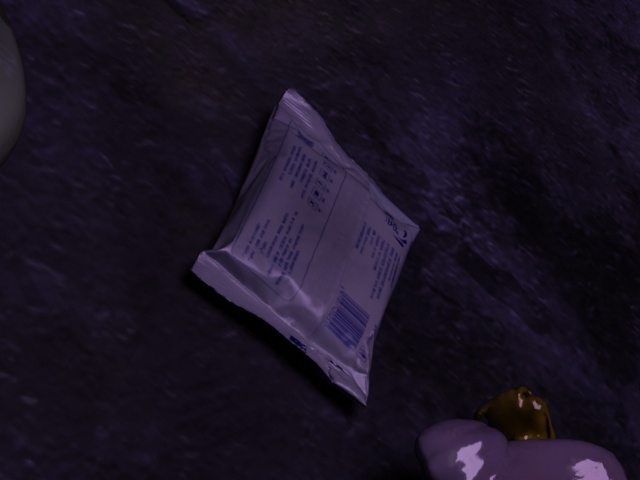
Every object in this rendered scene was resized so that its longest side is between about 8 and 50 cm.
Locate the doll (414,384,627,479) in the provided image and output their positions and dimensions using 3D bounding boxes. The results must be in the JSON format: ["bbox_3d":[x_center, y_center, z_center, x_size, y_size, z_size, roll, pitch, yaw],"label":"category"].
[{"bbox_3d":[0.078,0.180,0.765,0.160,0.094,0.365,51,32,0],"label":"doll"}]

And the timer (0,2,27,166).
[{"bbox_3d":[-0.166,-0.148,0.551,0.291,0.315,0.291,48,15,-18],"label":"timer"}]

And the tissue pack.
[{"bbox_3d":[0.000,0.000,0.921,0.122,0.026,0.193,41,34,-13],"label":"tissue pack"}]
